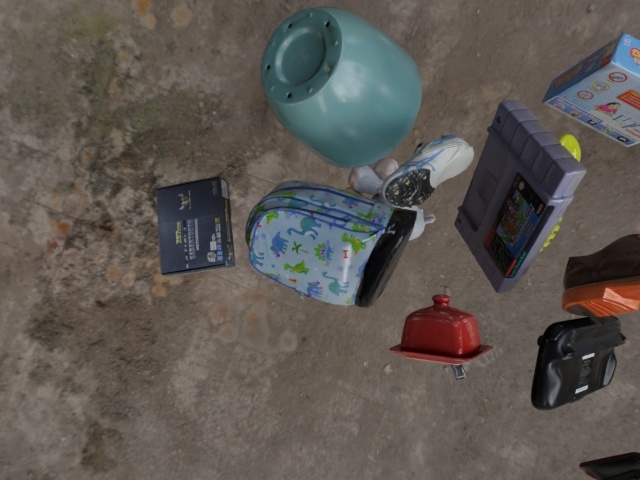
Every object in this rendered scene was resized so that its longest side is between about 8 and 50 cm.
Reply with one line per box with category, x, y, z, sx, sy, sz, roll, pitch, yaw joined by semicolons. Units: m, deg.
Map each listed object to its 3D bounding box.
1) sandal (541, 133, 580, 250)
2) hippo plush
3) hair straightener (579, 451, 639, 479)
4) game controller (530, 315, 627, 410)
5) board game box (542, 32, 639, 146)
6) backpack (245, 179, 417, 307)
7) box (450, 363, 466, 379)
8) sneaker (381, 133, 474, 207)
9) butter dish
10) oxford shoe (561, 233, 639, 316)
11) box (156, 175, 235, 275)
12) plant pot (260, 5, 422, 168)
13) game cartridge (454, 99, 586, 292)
sandal;0.524;-0.107;1.162;0.126;0.138;0.317;22;89;-32
hippo plush;0.197;-0.077;1.413;0.234;0.236;0.294;-32;124;7
hair straightener;0.431;0.308;0.583;0.047;0.089;0.230;42;136;-5
game controller;0.509;0.235;0.921;0.067;0.319;0.166;28;109;48
board game box;0.842;-0.398;1.292;0.308;0.302;0.086;26;85;-4
backpack;0.000;0.000;1.114;0.355;0.273;0.290;32;129;15
box;0.327;0.253;1.175;0.029;0.162;0.116;-18;109;17
sneaker;0.181;-0.128;0.836;0.086;0.237;0.085;37;139;29
butter dish;0.228;0.160;0.880;0.160;0.160;0.118;-2;87;36
oxford shoe;0.588;0.036;0.812;0.130;0.364;0.132;23;63;-26
box;-0.321;-0.034;1.197;0.183;0.059;0.232;-9;79;13
plant pot;0.021;-0.316;0.934;0.293;0.235;0.293;-5;80;32
game cartridge;0.386;-0.076;0.969;0.068;0.355;0.230;-7;50;-9
